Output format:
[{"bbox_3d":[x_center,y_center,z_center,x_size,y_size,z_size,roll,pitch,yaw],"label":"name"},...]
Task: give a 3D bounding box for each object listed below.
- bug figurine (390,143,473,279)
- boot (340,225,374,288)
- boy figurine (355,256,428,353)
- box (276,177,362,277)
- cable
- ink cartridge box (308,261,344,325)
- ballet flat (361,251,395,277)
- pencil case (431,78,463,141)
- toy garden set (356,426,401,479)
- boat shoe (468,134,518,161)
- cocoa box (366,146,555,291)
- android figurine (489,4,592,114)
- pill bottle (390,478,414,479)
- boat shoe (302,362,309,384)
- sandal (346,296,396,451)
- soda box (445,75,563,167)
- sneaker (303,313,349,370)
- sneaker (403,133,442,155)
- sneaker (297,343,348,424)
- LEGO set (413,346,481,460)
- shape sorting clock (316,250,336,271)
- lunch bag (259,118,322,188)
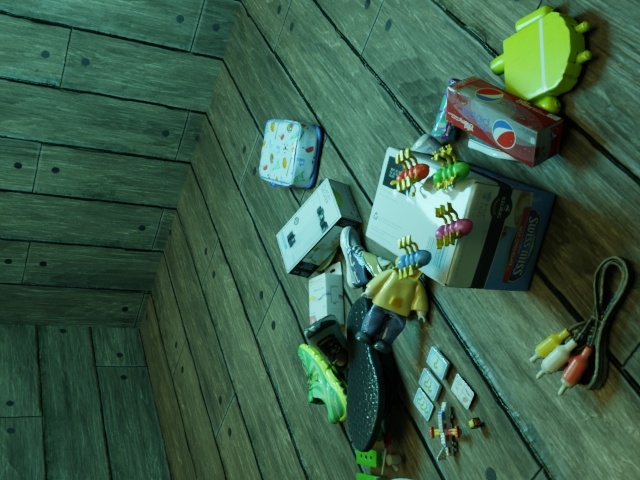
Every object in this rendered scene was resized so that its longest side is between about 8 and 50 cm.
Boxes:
[{"bbox_3d":[0.220,-0.060,1.520,0.216,0.072,0.279,-22,60,51],"label":"bug figurine"},{"bbox_3d":[0.116,0.043,2.204,0.086,0.069,0.190,-24,72,51],"label":"boot"},{"bbox_3d":[0.202,0.146,1.931,0.285,0.177,0.092,-62,-7,5],"label":"boy figurine"},{"bbox_3d":[-0.009,-0.037,2.359,0.290,0.087,0.169,-46,45,33],"label":"box"},{"bbox_3d":[0.508,0.170,1.422,0.139,0.072,0.287,53,131,45],"label":"cable"},{"bbox_3d":[0.016,0.171,2.353,0.115,0.067,0.198,-28,61,58],"label":"ink cartridge box"},{"bbox_3d":[0.187,0.102,2.063,0.073,0.080,0.232,-40,47,16],"label":"ballet flat"},{"bbox_3d":[0.327,-0.323,1.864,0.070,0.064,0.152,-109,33,-66],"label":"pencil case"},{"bbox_3d":[0.166,0.618,2.013,0.204,0.049,0.244,-19,67,62],"label":"toy garden set"},{"bbox_3d":[0.403,-0.232,1.702,0.183,0.065,0.083,37,115,58],"label":"boat shoe"},{"bbox_3d":[0.301,-0.053,1.684,0.347,0.228,0.231,35,114,58],"label":"cocoa box"},{"bbox_3d":[0.469,-0.380,1.615,0.273,0.056,0.248,-22,66,60],"label":"android figurine"},{"bbox_3d":[0.176,0.750,1.822,0.181,0.181,0.323,52,130,52],"label":"pill bottle"},{"bbox_3d":[-0.007,0.444,2.341,0.190,0.072,0.068,53,130,52],"label":"boat shoe"},{"bbox_3d":[0.149,0.356,2.057,0.167,0.107,0.446,129,150,-48],"label":"sandal"},{"bbox_3d":[0.389,-0.260,1.621,0.263,0.083,0.092,41,148,40],"label":"soda box"},{"bbox_3d":[0.035,0.296,2.164,0.100,0.271,0.108,-32,57,2],"label":"sneaker"},{"bbox_3d":[0.246,-0.210,1.988,0.086,0.085,0.237,51,159,-5],"label":"sneaker"},{"bbox_3d":[-0.003,0.421,2.242,0.123,0.109,0.295,-45,46,8],"label":"sneaker"},{"bbox_3d":[0.291,0.399,1.809,0.244,0.060,0.182,52,134,52],"label":"LEGO set"},{"bbox_3d":[0.000,0.000,2.442,0.206,0.040,0.206,-22,61,47],"label":"shape sorting clock"},{"bbox_3d":[-0.111,-0.299,2.638,0.303,0.115,0.243,22,106,60],"label":"lunch bag"}]
